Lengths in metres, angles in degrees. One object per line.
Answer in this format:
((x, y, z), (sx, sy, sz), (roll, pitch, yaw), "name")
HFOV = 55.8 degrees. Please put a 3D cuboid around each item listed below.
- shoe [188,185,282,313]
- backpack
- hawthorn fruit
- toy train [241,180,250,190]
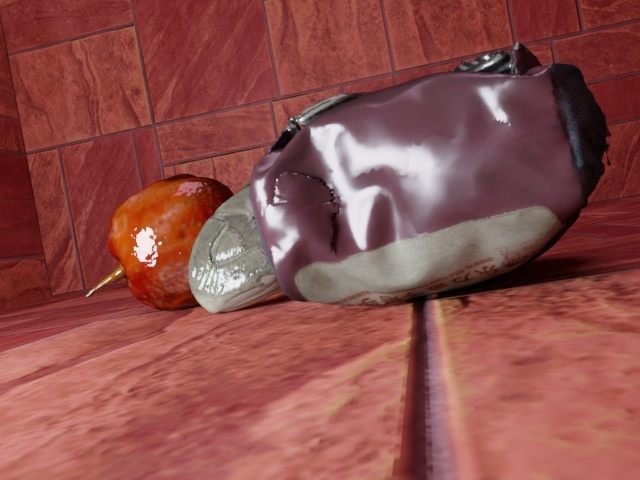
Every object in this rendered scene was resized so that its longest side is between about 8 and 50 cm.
((0.000, 0.000, 0.782), (0.342, 0.210, 0.132), (-41, 52, -17), "shoe")
((0.123, -0.056, 0.572), (0.284, 0.197, 0.317), (-13, -3, 28), "backpack")
((-0.226, 0.015, 0.862), (0.243, 0.207, 0.207), (-28, 5, -14), "hawthorn fruit")
((-0.005, -0.032, 0.989), (0.272, 0.188, 0.159), (-12, 2, -30), "toy train")
